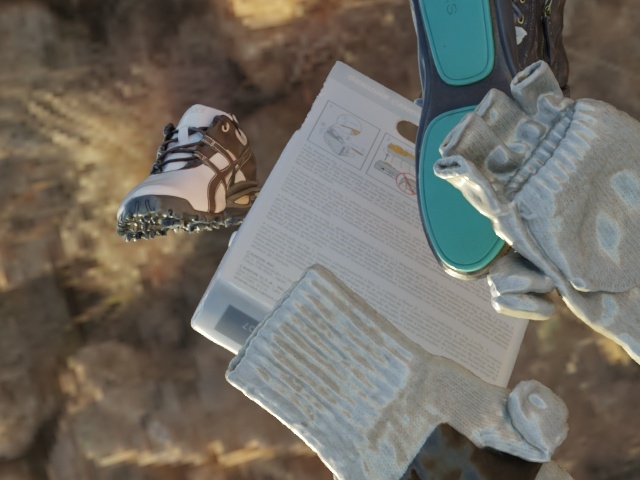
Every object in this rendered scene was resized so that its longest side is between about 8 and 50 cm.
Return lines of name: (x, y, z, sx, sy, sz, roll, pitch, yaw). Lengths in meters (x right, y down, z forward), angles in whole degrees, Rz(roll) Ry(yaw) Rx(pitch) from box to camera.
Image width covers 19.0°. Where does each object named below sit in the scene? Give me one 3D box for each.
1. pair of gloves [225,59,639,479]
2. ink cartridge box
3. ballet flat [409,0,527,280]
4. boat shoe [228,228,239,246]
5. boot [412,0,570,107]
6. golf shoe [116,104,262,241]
pair of gloves: (0.099, 0.048, 0.949, 0.204, 0.240, 0.042, 48, 173, -18)
ink cartridge box: (0.045, 0.013, 1.200, 0.189, 0.232, 0.066, 30, 130, -4)
ballet flat: (0.089, -0.074, 1.075, 0.074, 0.074, 0.203, -23, 68, 56)
boat shoe: (0.000, 0.000, 1.726, 0.065, 0.183, 0.083, 3, 74, 53)
boot: (0.169, -0.223, 1.775, 0.091, 0.263, 0.229, 11, 104, 30)
golf shoe: (-0.099, -0.050, 1.380, 0.077, 0.198, 0.094, -6, 94, 15)
